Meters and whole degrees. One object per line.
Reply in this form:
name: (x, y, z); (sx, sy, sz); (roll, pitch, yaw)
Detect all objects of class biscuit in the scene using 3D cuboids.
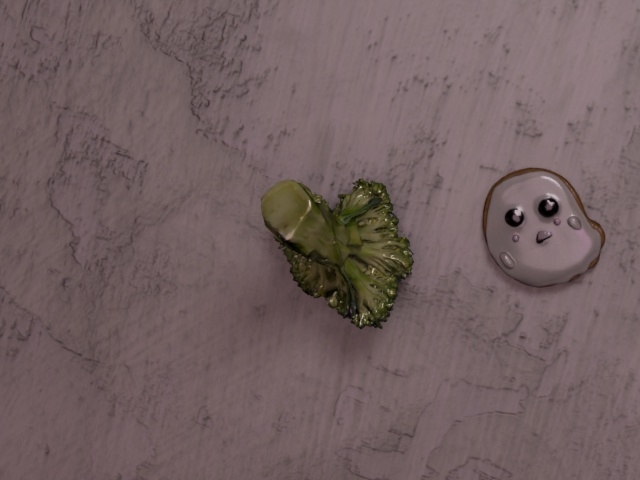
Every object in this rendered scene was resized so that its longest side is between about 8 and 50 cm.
biscuit: (0.361, -0.019, 1.676); (0.181, 0.049, 0.208); (-31, 89, 17)

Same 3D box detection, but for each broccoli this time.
broccoli: (-0.002, -0.021, 1.637); (0.221, 0.361, 0.252); (-22, 51, 14)
